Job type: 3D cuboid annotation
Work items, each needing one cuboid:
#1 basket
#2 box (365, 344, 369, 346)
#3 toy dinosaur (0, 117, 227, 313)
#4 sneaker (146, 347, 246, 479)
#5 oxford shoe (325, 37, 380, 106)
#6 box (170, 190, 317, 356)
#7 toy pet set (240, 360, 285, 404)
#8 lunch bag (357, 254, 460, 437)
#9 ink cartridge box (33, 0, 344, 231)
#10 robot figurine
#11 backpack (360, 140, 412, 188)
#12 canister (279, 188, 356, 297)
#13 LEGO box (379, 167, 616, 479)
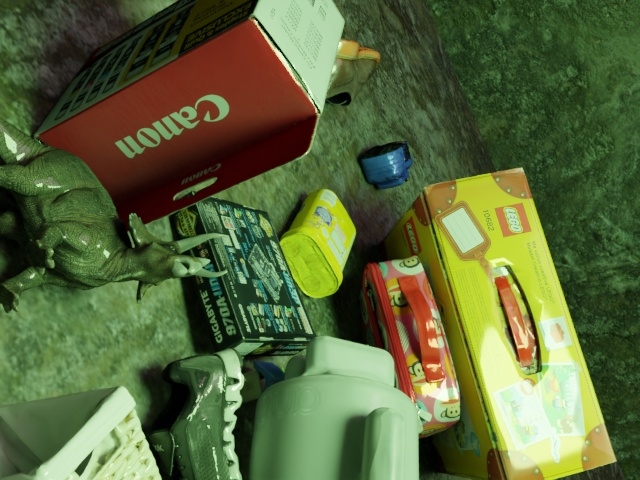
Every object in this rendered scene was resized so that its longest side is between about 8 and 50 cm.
[{"bbox_3d":[-0.224,0.197,0.565,0.103,0.167,0.113,69,26,-16],"label":"basket"},{"bbox_3d":[0.037,0.230,1.092,0.101,0.101,0.087,66,26,-12],"label":"box"},{"bbox_3d":[-0.261,-0.025,0.708,0.313,0.121,0.160,40,30,16],"label":"toy dinosaur"},{"bbox_3d":[-0.144,0.237,0.787,0.106,0.078,0.234,7,79,-34],"label":"sneaker"},{"bbox_3d":[0.040,-0.360,1.535,0.364,0.130,0.132,-27,129,-70],"label":"oxford shoe"},{"bbox_3d":[-0.103,0.048,0.971,0.175,0.051,0.220,13,49,-58],"label":"box"},{"bbox_3d":[-0.059,0.191,0.981,0.114,0.065,0.122,22,52,-56],"label":"toy pet set"},{"bbox_3d":[0.148,0.179,1.194,0.258,0.120,0.293,98,-20,-66],"label":"lunch bag"},{"bbox_3d":[-0.147,-0.164,0.790,0.130,0.310,0.271,51,32,-32],"label":"ink cartridge box"},{"bbox_3d":[0.013,0.294,0.824,0.200,0.300,0.353,14,56,-15],"label":"robot figurine"},{"bbox_3d":[0.152,-0.167,1.589,0.120,0.098,0.101,-34,106,-64],"label":"backpack"},{"bbox_3d":[0.000,0.000,1.217,0.126,0.073,0.170,59,27,-21],"label":"canister"},{"bbox_3d":[0.292,0.172,1.315,0.372,0.193,0.499,117,-40,-74],"label":"LEGO box"}]
